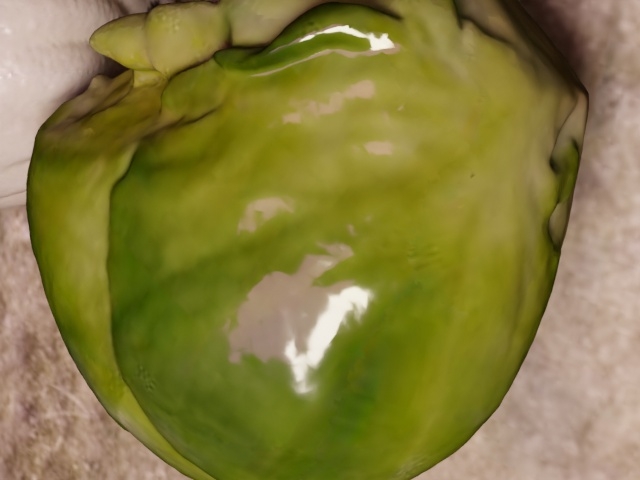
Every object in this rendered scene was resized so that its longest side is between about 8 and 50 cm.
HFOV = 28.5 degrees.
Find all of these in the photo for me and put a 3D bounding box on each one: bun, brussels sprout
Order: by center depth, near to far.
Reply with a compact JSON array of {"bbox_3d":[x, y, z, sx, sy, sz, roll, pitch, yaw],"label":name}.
[{"bbox_3d":[0.000,0.000,0.784,0.371,0.276,0.315,-32,74,26],"label":"brussels sprout"},{"bbox_3d":[-0.191,-0.150,0.924,0.263,0.175,0.263,178,90,-71],"label":"bun"}]
